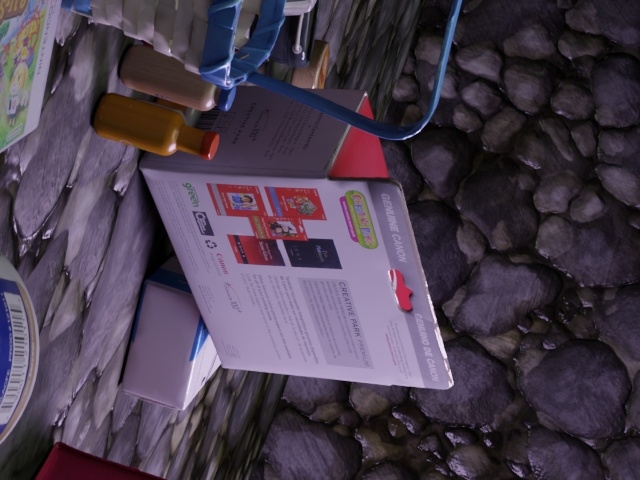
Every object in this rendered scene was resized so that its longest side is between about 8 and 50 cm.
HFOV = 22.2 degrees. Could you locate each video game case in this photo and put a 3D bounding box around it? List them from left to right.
[{"bbox_3d":[-0.213,-0.134,1.045,0.212,0.023,0.193,-55,162,-66],"label":"video game case"}]

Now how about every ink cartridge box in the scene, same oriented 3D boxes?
[{"bbox_3d":[-0.150,0.089,1.857,0.190,0.082,0.139,-48,154,-68],"label":"ink cartridge box"},{"bbox_3d":[0.000,0.000,1.662,0.309,0.272,0.130,73,31,-43],"label":"ink cartridge box"}]

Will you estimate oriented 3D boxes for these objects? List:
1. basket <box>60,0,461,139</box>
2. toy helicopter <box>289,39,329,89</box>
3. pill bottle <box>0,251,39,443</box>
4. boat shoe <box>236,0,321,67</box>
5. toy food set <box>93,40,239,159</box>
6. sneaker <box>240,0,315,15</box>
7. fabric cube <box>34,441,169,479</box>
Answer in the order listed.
[{"bbox_3d":[-0.026,-0.228,1.160,0.201,0.289,0.254,-50,160,-66],"label":"basket"},{"bbox_3d":[-0.018,-0.124,2.133,0.355,0.140,0.235,97,11,-45],"label":"toy helicopter"},{"bbox_3d":[-0.240,0.049,0.777,0.265,0.153,0.153,44,64,-82],"label":"pill bottle"},{"bbox_3d":[-0.012,-0.340,1.787,0.114,0.091,0.302,-50,157,-72],"label":"boat shoe"},{"bbox_3d":[-0.115,-0.129,1.474,0.232,0.104,0.111,-19,127,-81],"label":"toy food set"},{"bbox_3d":[-0.045,-0.330,1.558,0.321,0.125,0.180,-73,171,-65],"label":"sneaker"},{"bbox_3d":[-0.198,0.398,1.564,0.254,0.259,0.258,-62,166,-51],"label":"fabric cube"}]
